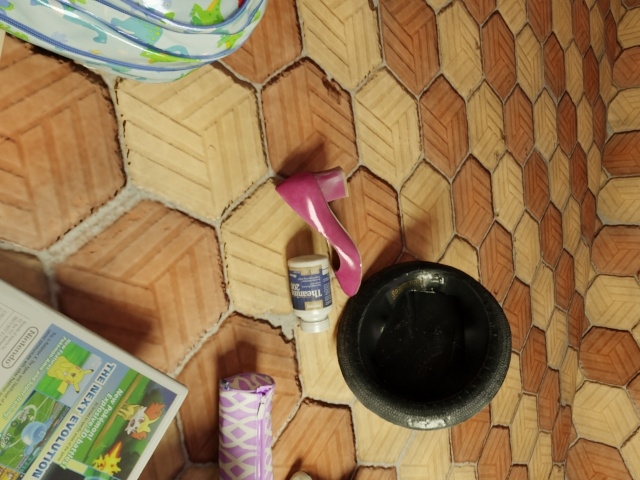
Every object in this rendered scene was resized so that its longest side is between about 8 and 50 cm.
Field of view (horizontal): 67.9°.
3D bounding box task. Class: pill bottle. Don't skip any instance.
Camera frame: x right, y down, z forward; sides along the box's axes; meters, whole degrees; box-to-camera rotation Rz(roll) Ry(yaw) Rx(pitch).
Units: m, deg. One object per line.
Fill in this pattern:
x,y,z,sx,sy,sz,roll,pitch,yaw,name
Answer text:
-0.015,0.087,0.780,0.067,0.067,0.120,-14,101,-45,pill bottle

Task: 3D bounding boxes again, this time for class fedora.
0.188,0.205,0.898,0.334,0.334,0.152,-54,157,-30,fedora

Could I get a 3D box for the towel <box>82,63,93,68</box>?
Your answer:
-0.236,-0.279,0.574,0.113,0.023,0.152,-7,96,-46,towel

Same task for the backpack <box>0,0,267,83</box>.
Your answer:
-0.216,-0.305,0.443,0.355,0.273,0.290,35,64,-49,backpack

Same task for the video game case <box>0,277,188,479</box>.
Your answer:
-0.333,0.216,0.436,0.300,0.036,0.329,41,62,-24,video game case

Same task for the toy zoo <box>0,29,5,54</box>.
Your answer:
-0.432,-0.151,0.369,0.293,0.030,0.192,14,81,-46,toy zoo

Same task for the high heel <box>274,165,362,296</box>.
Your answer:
0.000,0.000,0.806,0.117,0.082,0.244,-18,120,-15,high heel

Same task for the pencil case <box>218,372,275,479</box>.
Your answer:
-0.101,0.293,0.684,0.086,0.088,0.206,-4,95,-49,pencil case

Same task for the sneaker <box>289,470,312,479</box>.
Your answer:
-0.065,0.442,0.747,0.075,0.057,0.161,48,61,-42,sneaker
